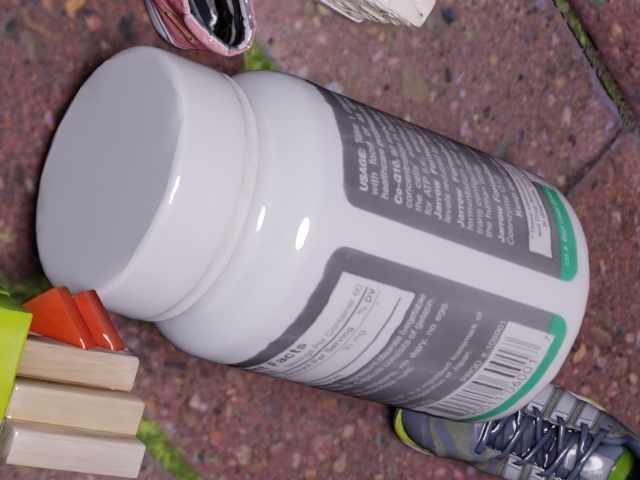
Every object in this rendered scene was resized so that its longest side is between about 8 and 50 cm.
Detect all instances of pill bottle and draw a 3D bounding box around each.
[{"bbox_3d":[0.000,0.000,1.093,0.361,0.204,0.204,19,92,-37],"label":"pill bottle"}]

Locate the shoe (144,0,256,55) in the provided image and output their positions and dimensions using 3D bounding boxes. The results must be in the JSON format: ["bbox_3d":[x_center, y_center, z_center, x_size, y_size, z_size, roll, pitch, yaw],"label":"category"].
[{"bbox_3d":[-0.099,-0.204,1.042,0.063,0.081,0.178,-36,121,-22],"label":"shoe"}]

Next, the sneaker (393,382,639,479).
[{"bbox_3d":[0.188,0.163,1.322,0.300,0.121,0.111,20,91,-37],"label":"sneaker"}]

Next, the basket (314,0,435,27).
[{"bbox_3d":[0.014,-0.232,1.099,0.167,0.103,0.113,26,89,-38],"label":"basket"}]

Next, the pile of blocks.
[{"bbox_3d":[-0.266,0.034,0.895,0.362,0.149,0.113,15,96,-7],"label":"pile of blocks"}]
